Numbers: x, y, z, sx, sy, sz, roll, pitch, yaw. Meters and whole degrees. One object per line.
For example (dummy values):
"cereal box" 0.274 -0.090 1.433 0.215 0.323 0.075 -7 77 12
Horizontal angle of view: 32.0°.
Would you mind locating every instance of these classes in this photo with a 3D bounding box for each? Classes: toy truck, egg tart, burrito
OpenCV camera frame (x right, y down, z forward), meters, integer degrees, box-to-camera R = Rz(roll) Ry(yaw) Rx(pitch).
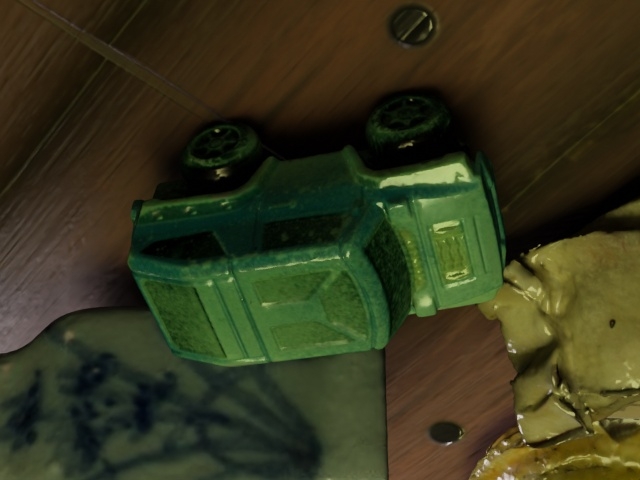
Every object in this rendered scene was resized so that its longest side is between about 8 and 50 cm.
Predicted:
"toy truck" 0.000 0.000 0.862 0.278 0.156 0.155 -8 131 13
"egg tart" 0.289 0.273 1.110 0.290 0.115 0.290 2 130 2
"burrito" 0.281 0.034 0.877 0.347 0.107 0.175 -34 85 26

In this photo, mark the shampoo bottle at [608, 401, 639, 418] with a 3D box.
"shampoo bottle" 0.284 0.122 1.011 0.183 0.050 0.087 2 112 3

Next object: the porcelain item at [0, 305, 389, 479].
"porcelain item" -0.144 0.173 0.975 0.405 0.243 0.178 -2 150 3
